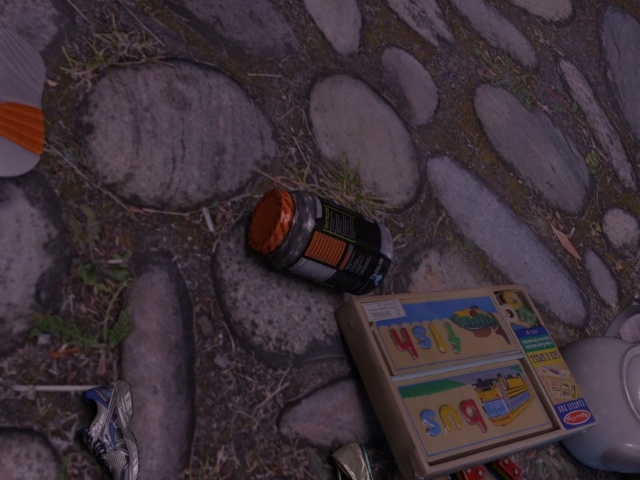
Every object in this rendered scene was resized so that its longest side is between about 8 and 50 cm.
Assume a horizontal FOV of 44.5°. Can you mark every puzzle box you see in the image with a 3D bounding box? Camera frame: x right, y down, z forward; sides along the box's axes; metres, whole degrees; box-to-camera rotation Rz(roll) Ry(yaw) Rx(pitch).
[{"bbox_3d":[0.235,0.204,1.212,0.408,0.052,0.272,-2,58,-39],"label":"puzzle box"}]

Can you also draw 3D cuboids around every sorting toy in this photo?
[{"bbox_3d":[0.237,0.357,1.177,0.132,0.046,0.274,45,48,-11],"label":"sorting toy"}]

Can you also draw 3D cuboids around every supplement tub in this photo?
[{"bbox_3d":[0.000,0.000,1.119,0.190,0.117,0.117,22,56,-29],"label":"supplement tub"}]

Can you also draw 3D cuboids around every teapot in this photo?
[{"bbox_3d":[0.532,0.268,1.362,0.252,0.187,0.256,-17,78,-43],"label":"teapot"}]

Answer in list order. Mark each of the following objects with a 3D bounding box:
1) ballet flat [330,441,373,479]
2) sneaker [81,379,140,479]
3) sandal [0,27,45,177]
[{"bbox_3d":[0.057,0.354,1.041,0.052,0.057,0.168,-17,74,-14],"label":"ballet flat"},{"bbox_3d":[-0.237,0.224,0.869,0.058,0.052,0.135,0,61,-28],"label":"sneaker"},{"bbox_3d":[-0.383,-0.151,0.926,0.102,0.076,0.265,39,27,-36],"label":"sandal"}]
